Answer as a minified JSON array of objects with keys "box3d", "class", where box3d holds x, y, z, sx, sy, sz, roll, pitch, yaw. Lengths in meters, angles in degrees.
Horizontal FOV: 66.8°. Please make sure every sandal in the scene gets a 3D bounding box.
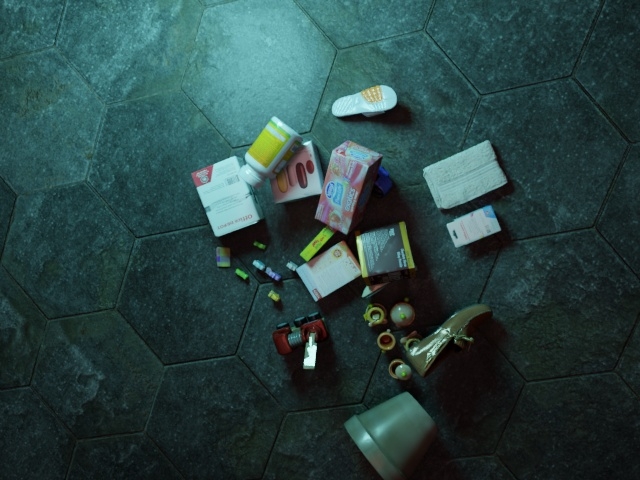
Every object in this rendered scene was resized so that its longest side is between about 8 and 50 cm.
[{"box3d":[0.176,-0.526,1.878,0.265,0.076,0.102,-2,81,28],"class":"sandal"}]

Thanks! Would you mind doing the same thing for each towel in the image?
[{"box3d":[0.552,-0.247,1.866,0.282,0.049,0.187,-25,93,9],"class":"towel"},{"box3d":[-0.407,0.068,2.044,0.060,0.009,0.083,0,97,7],"class":"towel"}]

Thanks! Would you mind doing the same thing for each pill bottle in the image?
[{"box3d":[-0.187,-0.311,1.759,0.136,0.136,0.246,39,99,2],"class":"pill bottle"}]

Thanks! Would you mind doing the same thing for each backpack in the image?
[{"box3d":[0.223,-0.232,1.886,0.120,0.098,0.101,45,80,2],"class":"backpack"}]

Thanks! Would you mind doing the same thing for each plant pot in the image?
[{"box3d":[0.298,0.756,1.904,0.280,0.323,0.323,-41,90,-7],"class":"plant pot"}]

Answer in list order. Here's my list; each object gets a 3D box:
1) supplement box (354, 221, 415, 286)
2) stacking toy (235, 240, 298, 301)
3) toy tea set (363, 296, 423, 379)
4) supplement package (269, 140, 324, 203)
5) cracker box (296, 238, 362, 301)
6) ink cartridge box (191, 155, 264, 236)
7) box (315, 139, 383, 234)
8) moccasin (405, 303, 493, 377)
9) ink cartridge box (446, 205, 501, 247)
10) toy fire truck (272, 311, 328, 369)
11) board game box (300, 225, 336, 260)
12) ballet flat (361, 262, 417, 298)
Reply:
[{"box3d":[0.249,0.054,1.862,0.194,0.129,0.191,-12,67,9],"class":"supplement box"},{"box3d":[-0.223,0.124,2.005,0.221,0.052,0.167,33,99,3],"class":"stacking toy"},{"box3d":[0.309,0.391,1.929,0.200,0.124,0.336,-21,93,9],"class":"toy tea set"},{"box3d":[-0.095,-0.261,1.897,0.194,0.149,0.203,-12,93,9],"class":"supplement package"},{"box3d":[0.040,0.119,1.963,0.232,0.067,0.156,-31,91,9],"class":"cracker box"},{"box3d":[-0.368,-0.175,1.959,0.197,0.114,0.273,-20,93,8],"class":"ink cartridge box"},{"box3d":[0.102,-0.197,1.812,0.154,0.142,0.300,28,127,16],"class":"box"},{"box3d":[0.510,0.380,1.854,0.380,0.139,0.147,-31,47,-12],"class":"moccasin"},{"box3d":[0.586,-0.053,1.876,0.181,0.061,0.104,-23,93,9],"class":"ink cartridge box"},{"box3d":[-0.081,0.409,1.919,0.217,0.246,0.159,-18,93,9],"class":"toy fire truck"},{"box3d":[0.000,0.000,1.942,0.043,0.092,0.181,43,99,1],"class":"board game box"},{"box3d":[0.263,0.145,1.934,0.248,0.086,0.086,-27,92,3],"class":"ballet flat"}]
